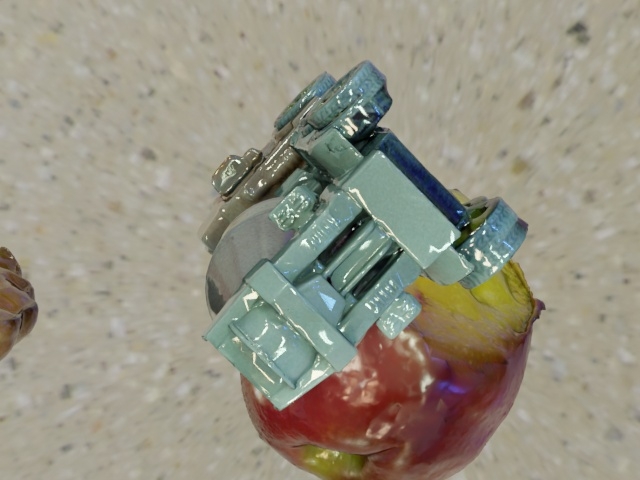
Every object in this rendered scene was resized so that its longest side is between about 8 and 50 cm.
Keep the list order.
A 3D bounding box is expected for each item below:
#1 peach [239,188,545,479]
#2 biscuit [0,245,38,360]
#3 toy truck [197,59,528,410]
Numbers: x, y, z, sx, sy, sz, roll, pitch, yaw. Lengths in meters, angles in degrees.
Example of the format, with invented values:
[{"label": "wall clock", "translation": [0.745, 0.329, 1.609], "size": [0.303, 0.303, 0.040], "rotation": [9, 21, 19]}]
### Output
[{"label": "peach", "translation": [0.070, 0.067, 1.758], "size": [0.281, 0.281, 0.338], "rotation": [24, 64, 2]}, {"label": "biscuit", "translation": [-0.426, 0.043, 1.774], "size": [0.325, 0.326, 0.107], "rotation": [20, 104, 2]}, {"label": "toy truck", "translation": [0.000, 0.000, 0.910], "size": [0.108, 0.256, 0.140], "rotation": [45, 88, -9]}]
